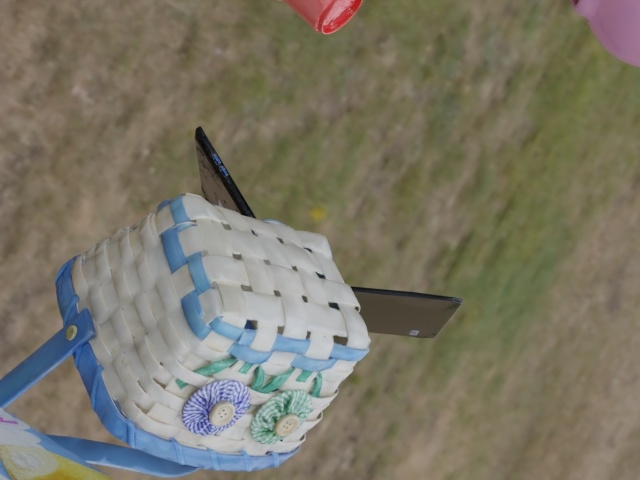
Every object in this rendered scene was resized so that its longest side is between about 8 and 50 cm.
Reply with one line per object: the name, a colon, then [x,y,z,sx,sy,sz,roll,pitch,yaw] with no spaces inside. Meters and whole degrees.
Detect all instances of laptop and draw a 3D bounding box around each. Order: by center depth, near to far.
laptop: [0.000,0.000,1.511,0.136,0.264,0.234,-30,171,-9]

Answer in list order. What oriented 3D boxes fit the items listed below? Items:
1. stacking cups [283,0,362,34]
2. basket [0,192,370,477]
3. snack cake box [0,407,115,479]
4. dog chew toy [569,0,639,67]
stacking cups: [-0.089,-0.325,1.550,0.096,0.316,0.096,-38,164,-13]
basket: [-0.126,0.106,1.291,0.255,0.201,0.289,14,138,-43]
snack cake box: [-0.230,0.197,0.999,0.089,0.264,0.152,3,110,-59]
dog chew toy: [0.356,-0.197,1.182,0.206,0.332,0.206,178,-90,-83]
